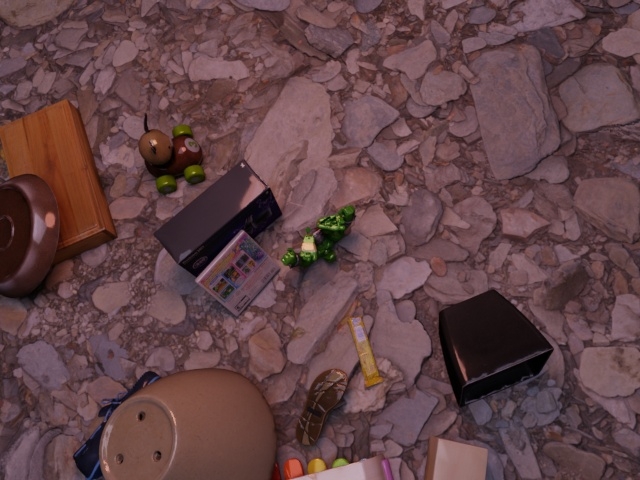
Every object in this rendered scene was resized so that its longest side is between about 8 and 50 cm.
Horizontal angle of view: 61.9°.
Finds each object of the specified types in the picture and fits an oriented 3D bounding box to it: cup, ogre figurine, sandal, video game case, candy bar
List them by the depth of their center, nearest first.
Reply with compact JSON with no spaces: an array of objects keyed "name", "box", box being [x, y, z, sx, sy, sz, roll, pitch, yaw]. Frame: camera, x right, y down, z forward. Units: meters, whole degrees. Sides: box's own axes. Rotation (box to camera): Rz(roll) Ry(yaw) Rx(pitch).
[{"name":"cup","box":[-0.281,0.399,1.039,0.330,0.237,0.332,-8,65,18]},{"name":"sandal","box":[0.002,0.359,1.164,0.072,0.049,0.180,26,91,19]},{"name":"candy bar","box":[0.098,0.245,1.201,0.040,0.018,0.162,-16,70,-3]},{"name":"video game case","box":[-0.188,0.077,1.235,0.157,0.143,0.019,-48,35,-10]},{"name":"ogre figurine","box":[0.000,0.000,1.241,0.096,0.118,0.197,30,79,10]}]

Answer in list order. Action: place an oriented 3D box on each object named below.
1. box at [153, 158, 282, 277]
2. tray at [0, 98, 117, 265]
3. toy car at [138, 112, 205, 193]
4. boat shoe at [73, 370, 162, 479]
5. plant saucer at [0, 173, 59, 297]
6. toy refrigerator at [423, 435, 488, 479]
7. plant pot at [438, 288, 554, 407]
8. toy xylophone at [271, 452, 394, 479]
[{"name":"box","box":[-0.229,-0.040,1.245,0.261,0.184,0.103,-41,72,-7]},{"name":"tray","box":[-0.692,-0.155,1.394,0.202,0.076,0.411,-24,72,-1]},{"name":"toy car","box":[-0.387,-0.233,1.323,0.148,0.188,0.155,-20,71,0]},{"name":"boat shoe","box":[-0.455,0.392,1.171,0.089,0.109,0.258,31,76,18]},{"name":"plant saucer","box":[-0.757,-0.015,1.305,0.310,0.050,0.311,-4,82,28]},{"name":"toy refrigerator","box":[0.252,0.537,1.052,0.102,0.094,0.270,11,74,3]},{"name":"plant pot","box":[0.339,0.215,1.108,0.187,0.188,0.167,-22,58,-1]},{"name":"toy xylophone","box":[0.002,0.558,1.076,0.322,0.081,0.237,-7,71,4]}]
